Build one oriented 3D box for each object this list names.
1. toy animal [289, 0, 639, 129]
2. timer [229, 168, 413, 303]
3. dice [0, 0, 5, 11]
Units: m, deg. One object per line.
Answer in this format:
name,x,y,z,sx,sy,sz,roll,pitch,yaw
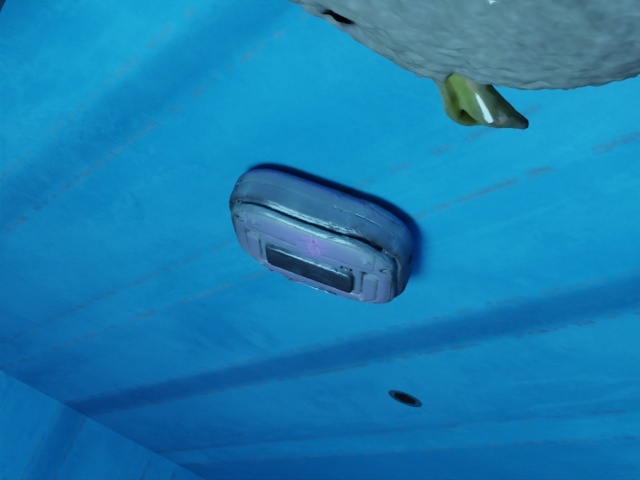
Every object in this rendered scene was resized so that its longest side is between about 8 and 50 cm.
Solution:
toy animal,0.125,-0.183,0.658,0.359,0.188,0.226,3,161,36
timer,0.000,0.000,1.319,0.209,0.069,0.190,18,159,11
dice,-0.475,-0.206,1.000,0.318,0.322,0.330,37,153,-26
